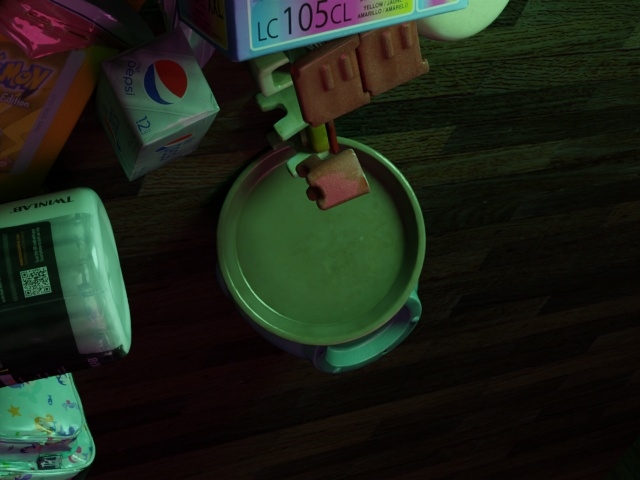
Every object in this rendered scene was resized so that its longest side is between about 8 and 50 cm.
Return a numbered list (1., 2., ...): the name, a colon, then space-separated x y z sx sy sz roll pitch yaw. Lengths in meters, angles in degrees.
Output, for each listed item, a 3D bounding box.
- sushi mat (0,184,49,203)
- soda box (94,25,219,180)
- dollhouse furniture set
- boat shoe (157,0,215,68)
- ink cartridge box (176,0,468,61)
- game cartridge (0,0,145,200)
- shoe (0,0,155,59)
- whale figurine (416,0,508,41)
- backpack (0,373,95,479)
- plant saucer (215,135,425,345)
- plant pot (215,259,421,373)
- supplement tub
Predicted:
1. sushi mat: -0.429 0.062 1.787 0.316 0.019 0.151 -34 120 3
2. soda box: -0.180 -0.140 1.580 0.091 0.098 0.286 -26 179 -11
3. dollhouse furniture set: 0.018 -0.186 1.718 0.152 0.201 0.374 -28 149 -8
4. boat shoe: -0.140 -0.282 1.559 0.083 0.076 0.226 -43 156 -43
5. ink cartridge box: -0.006 -0.393 1.351 0.270 0.151 0.395 -17 120 -24
6. game cartridge: -0.361 -0.169 1.539 0.285 0.053 0.324 -1 138 -43
7. shoe: -0.250 -0.217 1.481 0.081 0.063 0.178 -41 146 19
8. whale figurine: 0.151 -0.367 1.679 0.216 0.141 0.272 4 110 -47
9. backpack: -0.432 0.236 1.905 0.253 0.225 0.191 -5 138 -23
10. plant saucer: 0.000 0.000 1.954 0.278 0.278 0.041 -31 -178 -2
11. plant pot: 0.023 0.064 2.099 0.293 0.196 0.293 -23 148 -15
12. supplement tub: -0.396 0.069 1.661 0.338 0.207 0.207 -12 148 -3
